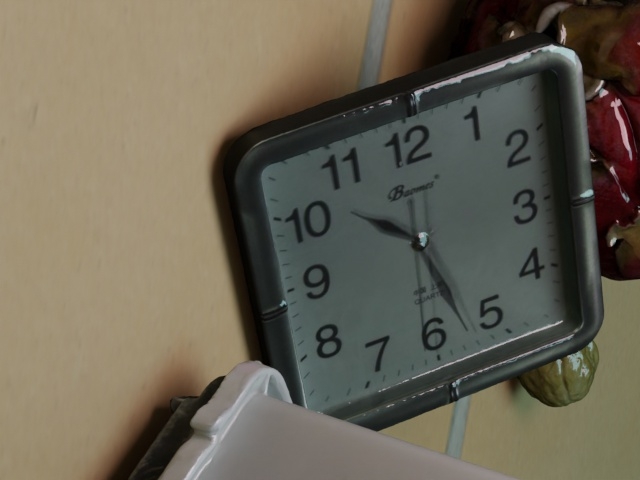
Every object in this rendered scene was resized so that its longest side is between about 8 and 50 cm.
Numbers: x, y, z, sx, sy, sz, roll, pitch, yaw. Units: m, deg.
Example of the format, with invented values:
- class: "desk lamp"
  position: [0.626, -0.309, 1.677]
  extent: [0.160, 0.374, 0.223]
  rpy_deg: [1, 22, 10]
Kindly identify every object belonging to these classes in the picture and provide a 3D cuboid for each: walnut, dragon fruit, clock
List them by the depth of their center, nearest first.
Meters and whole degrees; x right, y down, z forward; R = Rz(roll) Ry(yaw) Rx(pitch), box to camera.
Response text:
- class: "clock"
  position: [0.073, 0.004, 1.401]
  extent: [0.273, 0.049, 0.279]
  rpy_deg: [-19, 123, -15]
- class: "dragon fruit"
  position: [0.266, -0.117, 1.562]
  extent: [0.329, 0.329, 0.329]
  rpy_deg: [-26, 120, -56]
- class: "walnut"
  position: [0.221, 0.112, 1.800]
  extent: [0.092, 0.092, 0.092]
  rpy_deg: [-26, 120, -56]

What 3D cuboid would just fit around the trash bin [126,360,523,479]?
- class: "trash bin"
  position: [0.032, 0.271, 1.204]
  extent: [0.296, 0.367, 0.256]
  rpy_deg: [-55, 143, -38]
